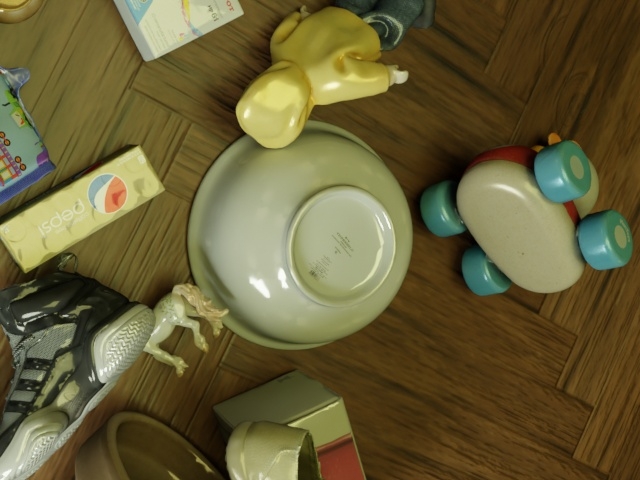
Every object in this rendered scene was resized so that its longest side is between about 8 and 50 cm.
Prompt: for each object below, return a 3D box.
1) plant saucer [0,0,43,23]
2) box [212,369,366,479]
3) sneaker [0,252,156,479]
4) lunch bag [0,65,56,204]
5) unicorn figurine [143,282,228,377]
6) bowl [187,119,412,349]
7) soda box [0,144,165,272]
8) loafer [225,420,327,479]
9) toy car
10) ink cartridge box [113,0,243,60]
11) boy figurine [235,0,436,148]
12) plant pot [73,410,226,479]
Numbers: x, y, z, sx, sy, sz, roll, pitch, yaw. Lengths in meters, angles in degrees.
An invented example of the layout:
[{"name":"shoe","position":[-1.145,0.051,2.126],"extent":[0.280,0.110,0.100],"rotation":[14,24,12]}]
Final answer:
[{"name":"plant saucer","position":[-0.339,-0.277,1.034],"extent":[0.083,0.015,0.083],"rotation":[-3,97,-24]},{"name":"box","position":[-0.025,0.299,1.170],"extent":[0.127,0.148,0.232],"rotation":[-21,104,-20]},{"name":"sneaker","position":[-0.314,0.140,1.033],"extent":[0.153,0.101,0.268],"rotation":[40,79,5]},{"name":"lunch bag","position":[-0.422,-0.107,0.967],"extent":[0.293,0.138,0.221],"rotation":[-37,107,-26]},{"name":"unicorn figurine","position":[-0.191,0.109,1.119],"extent":[0.111,0.060,0.162],"rotation":[42,93,-14]},{"name":"bowl","position":[0.000,0.000,1.156],"extent":[0.298,0.134,0.298],"rotation":[-3,96,-24]},{"name":"soda box","position":[-0.270,-0.038,1.070],"extent":[0.181,0.058,0.061],"rotation":[-33,108,-18]},{"name":"loafer","position":[-0.015,0.313,1.028],"extent":[0.268,0.092,0.102],"rotation":[67,27,-14]},{"name":"toy car","position":[0.294,-0.073,1.276],"extent":[0.210,0.219,0.238],"rotation":[53,46,-19]},{"name":"ink cartridge box","position":[-0.163,-0.272,1.094],"extent":[0.122,0.052,0.088],"rotation":[-32,108,-19]},{"name":"boy figurine","position":[0.019,-0.214,1.126],"extent":[0.285,0.177,0.092],"rotation":[-47,151,-21]},{"name":"plant pot","position":[-0.217,0.360,1.060],"extent":[0.229,0.263,0.263],"rotation":[-43,112,5]}]
